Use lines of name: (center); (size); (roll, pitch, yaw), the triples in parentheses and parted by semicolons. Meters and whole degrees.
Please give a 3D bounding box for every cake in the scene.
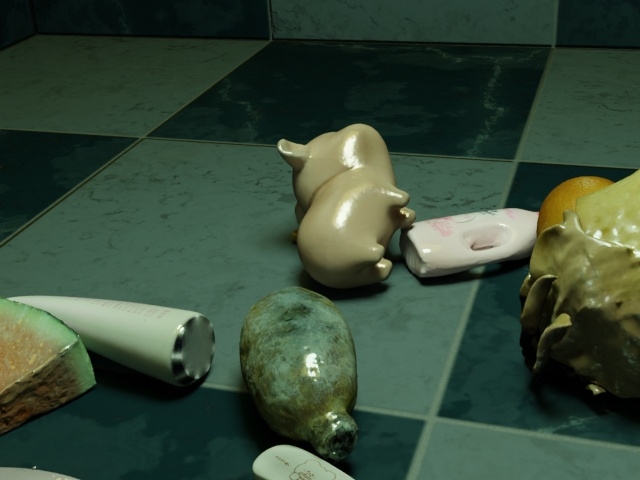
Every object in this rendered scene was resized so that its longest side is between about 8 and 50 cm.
cake: (0.437, 0.084, 1.354); (0.321, 0.332, 0.332); (-28, 19, 23)

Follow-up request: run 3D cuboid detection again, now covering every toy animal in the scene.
toy animal: (0.044, -0.064, 1.699); (0.269, 0.237, 0.326); (15, 58, 21)

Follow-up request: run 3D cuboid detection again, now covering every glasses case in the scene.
glasses case: (-0.007, 0.321, 1.164); (0.193, 0.049, 0.074); (23, 37, 39)

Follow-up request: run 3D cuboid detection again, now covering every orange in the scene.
orange: (0.479, -0.017, 1.607); (0.206, 0.206, 0.206); (-3, 27, 2)

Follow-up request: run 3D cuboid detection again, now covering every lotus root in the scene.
lotus root: (-0.029, 0.181, 1.323); (0.175, 0.175, 0.349); (-8, 27, -9)

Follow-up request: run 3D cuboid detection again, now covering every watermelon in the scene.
watermelon: (-0.503, 0.218, 1.372); (0.192, 0.140, 0.256); (20, 45, 30)

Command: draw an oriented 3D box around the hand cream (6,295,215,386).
hand cream: (-0.343, 0.146, 1.475); (0.358, 0.118, 0.185); (10, -7, 26)

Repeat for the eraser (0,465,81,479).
eraser: (-0.427, 0.357, 1.138); (0.243, 0.059, 0.204); (12, 31, 22)

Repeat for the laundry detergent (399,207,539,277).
laundry detergent: (0.326, -0.006, 1.722); (0.335, 0.088, 0.159); (-10, 31, -12)

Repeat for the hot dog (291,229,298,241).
hot dog: (0.000, 0.001, 1.814); (0.137, 0.028, 0.044); (9, 29, 26)
